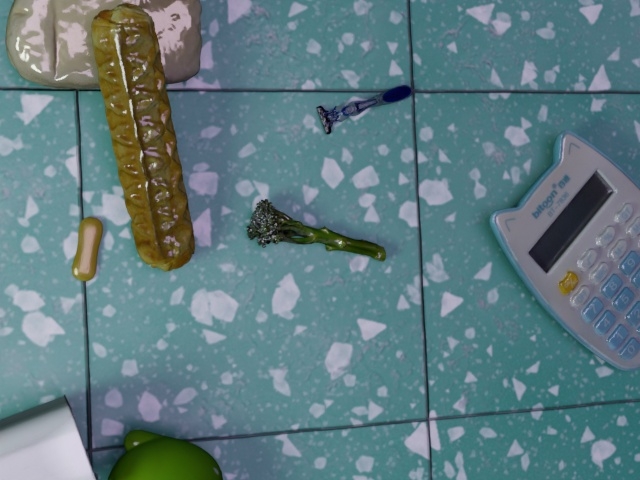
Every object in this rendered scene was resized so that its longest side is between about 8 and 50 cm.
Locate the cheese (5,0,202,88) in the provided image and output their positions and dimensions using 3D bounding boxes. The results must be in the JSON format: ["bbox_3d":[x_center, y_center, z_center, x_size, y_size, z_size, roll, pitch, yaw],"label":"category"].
[{"bbox_3d":[-0.291,-0.286,1.405,0.263,0.093,0.159,-4,97,-18],"label":"cheese"}]

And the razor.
[{"bbox_3d":[0.073,-0.203,1.547,0.154,0.028,0.044,-20,93,-16],"label":"razor"}]

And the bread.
[{"bbox_3d":[-0.232,-0.129,1.376,0.084,0.077,0.367,-15,114,-17],"label":"bread"}]

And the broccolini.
[{"bbox_3d":[0.001,-0.002,1.503,0.216,0.058,0.067,16,81,-16],"label":"broccolini"}]

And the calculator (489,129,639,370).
[{"bbox_3d":[0.443,0.029,1.636,0.386,0.054,0.256,44,77,-12],"label":"calculator"}]

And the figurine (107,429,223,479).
[{"bbox_3d":[-0.177,0.367,1.400,0.263,0.143,0.162,40,50,-20],"label":"figurine"}]

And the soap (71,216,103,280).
[{"bbox_3d":[-0.321,0.012,1.431,0.034,0.012,0.089,9,85,-16],"label":"soap"}]

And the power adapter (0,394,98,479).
[{"bbox_3d":[-0.417,0.299,1.302,0.255,0.187,0.124,-19,92,-16],"label":"power adapter"}]
